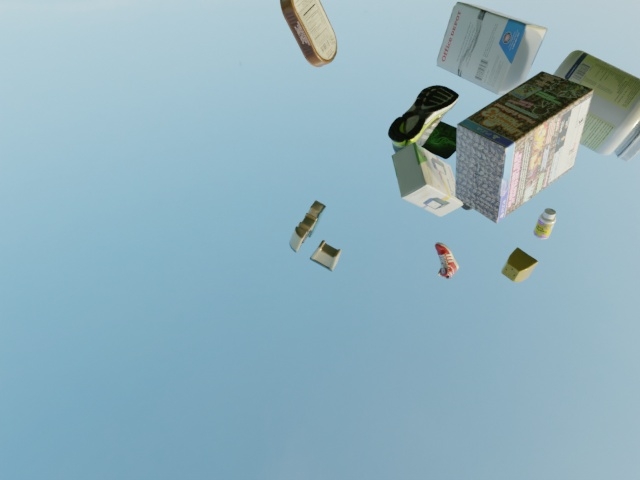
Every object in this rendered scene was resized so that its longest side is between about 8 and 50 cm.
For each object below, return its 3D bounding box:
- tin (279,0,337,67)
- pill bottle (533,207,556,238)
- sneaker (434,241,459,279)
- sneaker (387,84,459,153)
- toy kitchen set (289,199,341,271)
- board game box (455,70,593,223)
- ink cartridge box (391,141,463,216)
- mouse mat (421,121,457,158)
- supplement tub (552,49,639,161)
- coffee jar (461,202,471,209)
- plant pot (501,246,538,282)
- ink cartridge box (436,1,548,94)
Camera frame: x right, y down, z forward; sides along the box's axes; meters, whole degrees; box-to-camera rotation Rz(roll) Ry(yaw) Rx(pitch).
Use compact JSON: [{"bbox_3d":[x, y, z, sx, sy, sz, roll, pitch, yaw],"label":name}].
[{"bbox_3d":[-0.022,-0.482,1.060,0.040,0.190,0.106,-5,-137,36],"label":"tin"},{"bbox_3d":[0.614,-0.046,1.299,0.043,0.083,0.043,0,-139,0],"label":"pill bottle"},{"bbox_3d":[0.377,0.066,1.459,0.067,0.118,0.042,-49,-159,-29],"label":"sneaker"},{"bbox_3d":[0.320,-0.376,1.500,0.300,0.121,0.111,-42,-114,-16],"label":"sneaker"},{"bbox_3d":[0.000,0.000,1.541,0.166,0.122,0.207,29,-139,3],"label":"toy kitchen set"},{"bbox_3d":[0.483,-0.227,1.155,0.291,0.232,0.141,-32,-131,-17],"label":"board game box"},{"bbox_3d":[0.324,-0.180,1.439,0.212,0.093,0.154,20,-128,-44],"label":"ink cartridge box"},{"bbox_3d":[0.410,-0.364,1.675,0.189,0.007,0.152,33,-113,32],"label":"mouse mat"},{"bbox_3d":[0.857,-0.410,1.466,0.325,0.235,0.235,37,-128,17],"label":"supplement tub"},{"bbox_3d":[0.548,-0.162,1.762,0.096,0.079,0.184,59,-160,4],"label":"coffee jar"},{"bbox_3d":[0.633,0.088,1.537,0.083,0.081,0.081,-27,-125,-36],"label":"plant pot"},{"bbox_3d":[0.577,-0.664,1.642,0.129,0.223,0.307,-12,-139,-32],"label":"ink cartridge box"}]
